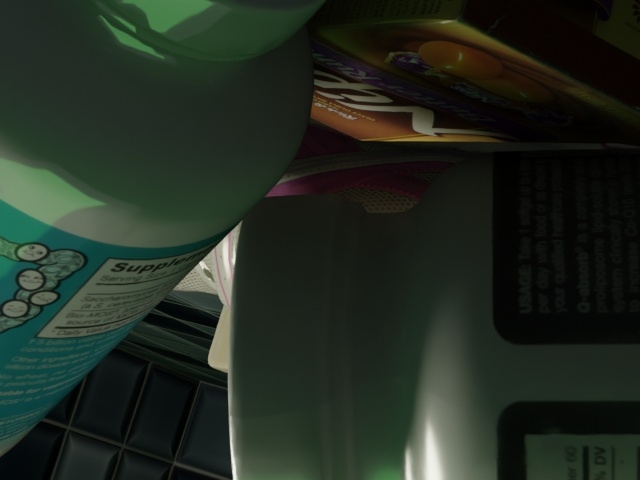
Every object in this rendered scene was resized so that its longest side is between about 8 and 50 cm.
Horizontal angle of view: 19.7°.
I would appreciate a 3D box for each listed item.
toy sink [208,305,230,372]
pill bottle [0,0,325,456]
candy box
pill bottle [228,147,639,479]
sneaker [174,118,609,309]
[{"bbox_3d":[0.051,0.054,1.156,0.153,0.131,0.234,21,170,-24],"label":"toy sink"},{"bbox_3d":[-0.100,-0.035,0.601,0.146,0.146,0.264,22,137,-25],"label":"pill bottle"},{"bbox_3d":[0.035,-0.074,0.645,0.109,0.053,0.187,22,172,-33],"label":"candy box"},{"bbox_3d":[0.115,0.047,0.642,0.279,0.162,0.162,0,169,7],"label":"pill bottle"},{"bbox_3d":[0.000,0.000,0.813,0.252,0.111,0.103,-1,129,28],"label":"sneaker"}]
